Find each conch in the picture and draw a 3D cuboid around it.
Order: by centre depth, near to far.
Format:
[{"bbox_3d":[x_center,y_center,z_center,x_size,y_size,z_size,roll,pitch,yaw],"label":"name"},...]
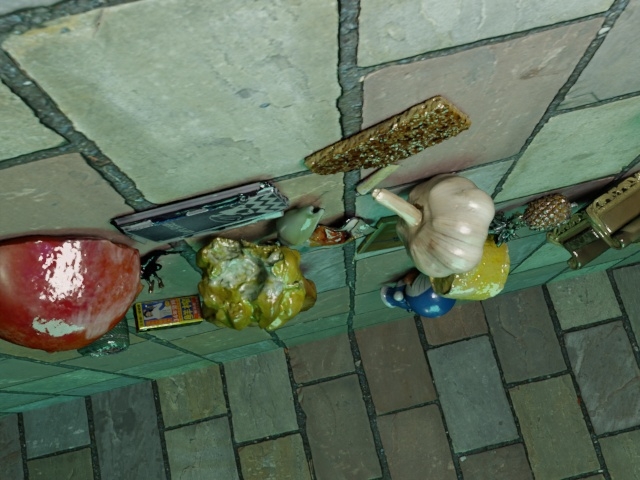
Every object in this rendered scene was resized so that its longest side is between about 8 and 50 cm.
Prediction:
[{"bbox_3d":[-0.036,-0.024,1.222,0.088,0.065,0.180,-5,161,-29],"label":"conch"}]

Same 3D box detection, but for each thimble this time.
[{"bbox_3d":[-0.562,0.247,1.691,0.135,0.090,0.118,-14,163,10],"label":"thimble"}]

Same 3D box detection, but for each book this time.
[{"bbox_3d":[0.191,-0.019,1.536,0.170,0.018,0.241,-10,165,-13],"label":"book"}]

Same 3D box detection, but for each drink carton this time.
[{"bbox_3d":[-0.387,0.187,1.668,0.166,0.071,0.056,-5,160,-25],"label":"drink carton"}]

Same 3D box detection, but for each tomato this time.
[{"bbox_3d":[-0.458,0.105,1.112,0.309,0.170,0.309,-14,166,-4],"label":"tomato"}]

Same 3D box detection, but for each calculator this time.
[{"bbox_3d":[-0.193,-0.041,1.100,0.274,0.028,0.166,-13,168,5],"label":"calculator"}]

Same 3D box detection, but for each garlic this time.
[{"bbox_3d":[0.187,-0.043,1.178,0.226,0.199,0.199,18,149,-31],"label":"garlic"}]

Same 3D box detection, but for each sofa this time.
[{"bbox_3d":[0.715,-0.020,1.603,0.200,0.182,0.258,-30,170,-14],"label":"sofa"}]

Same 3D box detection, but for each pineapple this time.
[{"bbox_3d":[0.508,-0.051,1.582,0.221,0.083,0.103,-20,167,24],"label":"pineapple"}]

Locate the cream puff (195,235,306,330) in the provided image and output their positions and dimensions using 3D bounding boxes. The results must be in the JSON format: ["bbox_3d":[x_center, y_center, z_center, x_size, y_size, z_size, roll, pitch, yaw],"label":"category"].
[{"bbox_3d":[-0.134,0.086,1.260,0.221,0.194,0.195,12,173,19],"label":"cream puff"}]

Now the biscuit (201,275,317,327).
[{"bbox_3d":[-0.155,0.149,1.680,0.296,0.102,0.296,-11,162,-4],"label":"biscuit"}]

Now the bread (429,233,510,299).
[{"bbox_3d":[0.381,0.063,1.707,0.171,0.197,0.197,2,160,-27],"label":"bread"}]

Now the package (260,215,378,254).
[{"bbox_3d":[0.000,0.000,1.398,0.232,0.040,0.166,-17,165,18],"label":"package"}]

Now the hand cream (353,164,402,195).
[{"bbox_3d":[0.096,-0.107,1.132,0.035,0.022,0.102,-1,155,-42],"label":"hand cream"}]

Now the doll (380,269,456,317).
[{"bbox_3d":[0.318,0.161,2.101,0.215,0.161,0.257,-19,-172,-40],"label":"doll"}]

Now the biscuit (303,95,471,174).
[{"bbox_3d":[0.101,-0.143,0.989,0.237,0.026,0.131,-23,161,26],"label":"biscuit"}]

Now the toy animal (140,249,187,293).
[{"bbox_3d":[-0.346,0.055,1.274,0.220,0.062,0.108,-17,147,17],"label":"toy animal"}]
